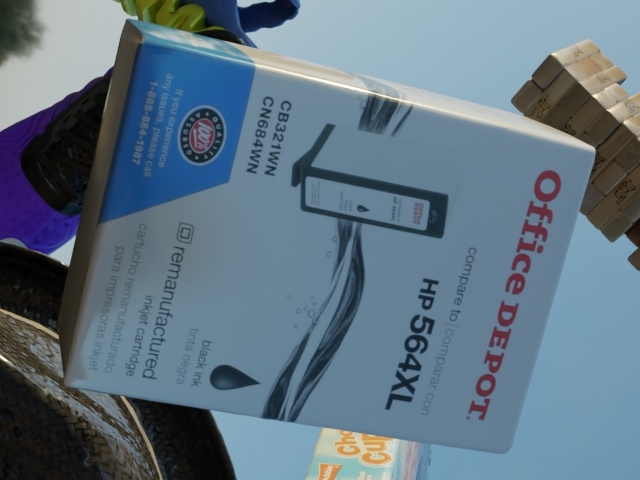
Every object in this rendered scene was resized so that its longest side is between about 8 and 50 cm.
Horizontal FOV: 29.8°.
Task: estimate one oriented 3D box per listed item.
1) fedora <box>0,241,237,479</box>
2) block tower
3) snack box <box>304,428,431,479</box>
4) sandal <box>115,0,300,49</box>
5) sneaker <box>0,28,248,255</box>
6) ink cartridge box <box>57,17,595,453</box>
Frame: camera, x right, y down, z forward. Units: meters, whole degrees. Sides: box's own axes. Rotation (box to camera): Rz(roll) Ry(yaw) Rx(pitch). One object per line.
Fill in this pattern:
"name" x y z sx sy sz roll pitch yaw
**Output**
"fedora" -0.170 0.144 0.595 0.152 0.334 0.334 143 -36 -65
"block tower" 0.310 -0.024 1.046 0.097 0.335 0.091 -28 162 -51
"snack box" 0.040 0.182 0.897 0.322 0.060 0.187 -65 157 -62
"sandal" -0.139 -0.273 1.177 0.138 0.317 0.126 -43 179 -11
"sneaker" -0.168 -0.083 0.931 0.293 0.102 0.146 -40 -172 -27
"ink cartridge box" 0.000 0.000 0.531 0.086 0.203 0.148 -135 -122 -70
